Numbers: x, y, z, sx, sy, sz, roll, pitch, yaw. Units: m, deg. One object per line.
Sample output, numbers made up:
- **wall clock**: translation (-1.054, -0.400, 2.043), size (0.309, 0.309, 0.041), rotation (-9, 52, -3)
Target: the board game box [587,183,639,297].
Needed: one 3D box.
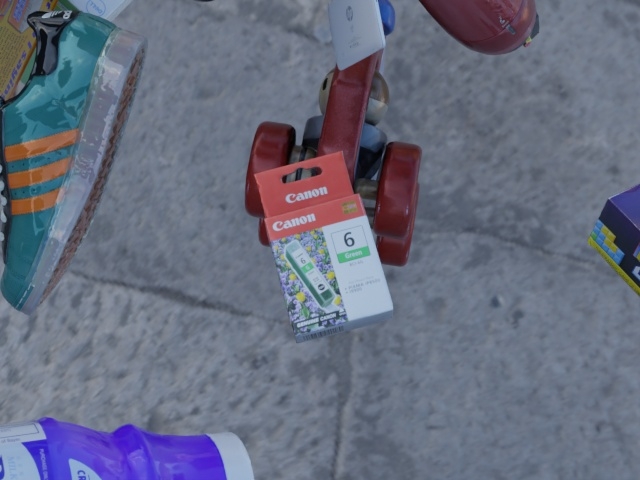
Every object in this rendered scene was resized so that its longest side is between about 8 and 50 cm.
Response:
- **board game box**: translation (0.285, 0.005, 0.780), size (0.170, 0.048, 0.141), rotation (-23, 59, -26)

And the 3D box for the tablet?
- **tablet**: translation (0.026, -0.163, 0.912), size (0.006, 0.083, 0.054), rotation (-10, 89, -23)

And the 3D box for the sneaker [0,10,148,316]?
- **sneaker**: translation (-0.269, -0.078, 1.169), size (0.121, 0.108, 0.302), rotation (22, 103, -1)

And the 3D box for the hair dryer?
- **hair dryer**: translation (0.091, -0.241, 1.043), size (0.224, 0.293, 0.080), rotation (38, 97, 6)

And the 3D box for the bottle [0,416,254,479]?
- **bottle**: translation (-0.180, 0.169, 0.735), size (0.283, 0.092, 0.118), rotation (-3, 86, -28)

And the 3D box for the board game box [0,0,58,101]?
- **board game box**: translation (-0.527, -0.333, 1.394), size (0.356, 0.356, 0.356), rotation (25, 88, 2)

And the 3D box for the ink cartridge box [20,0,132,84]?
- **ink cartridge box**: translation (-0.371, -0.342, 1.655), size (0.171, 0.056, 0.235), rotation (42, 67, -5)

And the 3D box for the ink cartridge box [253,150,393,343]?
- **ink cartridge box**: translation (0.000, 0.000, 0.746), size (0.063, 0.029, 0.115), rotation (-15, 75, -2)

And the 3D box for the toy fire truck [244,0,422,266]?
- **toy fire truck**: translation (0.030, -0.121, 1.289), size (0.169, 0.302, 0.253), rotation (8, 76, 5)
